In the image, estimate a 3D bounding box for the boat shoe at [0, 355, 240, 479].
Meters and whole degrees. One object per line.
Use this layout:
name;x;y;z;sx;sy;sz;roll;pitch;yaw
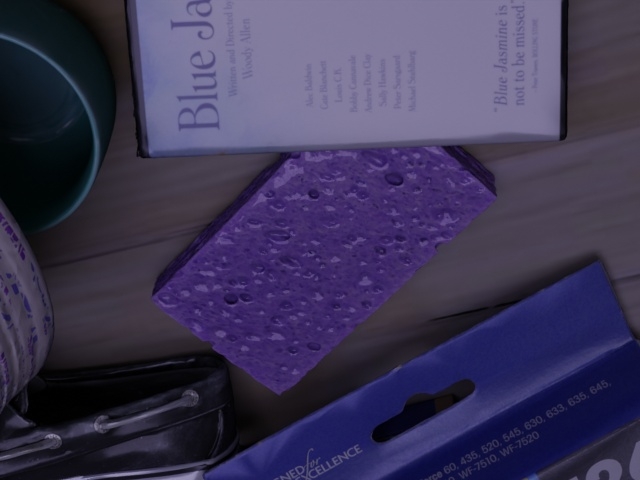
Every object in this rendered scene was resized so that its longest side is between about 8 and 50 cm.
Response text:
boat shoe;-0.209;0.128;0.868;0.306;0.113;0.105;-3;113;0

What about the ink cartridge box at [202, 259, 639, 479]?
ink cartridge box;0.124;0.212;0.897;0.304;0.072;0.307;-29;120;2

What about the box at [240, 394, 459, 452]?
box;0.007;0.199;0.946;0.225;0.036;0.136;-16;118;8

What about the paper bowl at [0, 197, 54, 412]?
paper bowl;-0.299;0.020;0.711;0.284;0.148;0.284;25;143;21

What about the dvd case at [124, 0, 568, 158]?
dvd case;0.014;-0.140;0.740;0.253;0.022;0.180;-2;108;3

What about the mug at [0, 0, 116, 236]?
mug;-0.191;-0.090;0.748;0.129;0.097;0.157;-26;116;15

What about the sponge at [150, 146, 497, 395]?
sponge;0.000;0.000;0.835;0.117;0.031;0.210;38;114;-20
